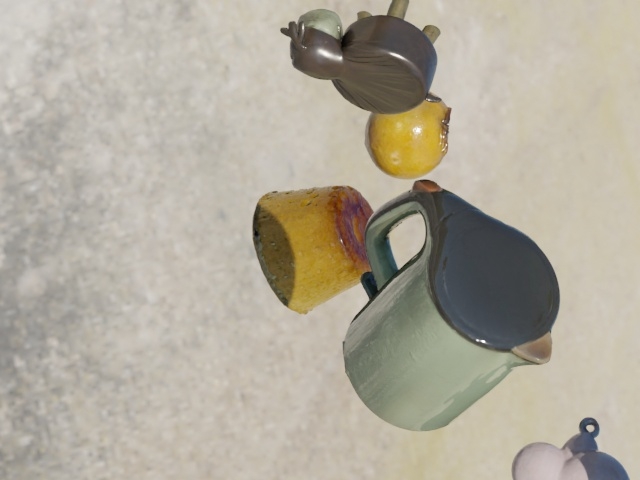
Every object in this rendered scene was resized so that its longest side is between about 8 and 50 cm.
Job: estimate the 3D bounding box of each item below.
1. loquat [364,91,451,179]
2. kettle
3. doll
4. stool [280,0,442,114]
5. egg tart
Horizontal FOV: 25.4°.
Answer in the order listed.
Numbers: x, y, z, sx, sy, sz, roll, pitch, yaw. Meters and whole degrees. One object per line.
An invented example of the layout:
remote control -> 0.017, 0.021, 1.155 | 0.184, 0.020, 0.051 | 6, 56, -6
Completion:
loquat -> 0.132, -0.165, 2.162 | 0.141, 0.141, 0.141 | 49, 33, -48
kettle -> 0.123, 0.065, 1.499 | 0.240, 0.165, 0.255 | 58, -25, 12
doll -> 0.281, 0.391, 1.814 | 0.365, 0.160, 0.094 | -62, 156, -16
stool -> 0.055, -0.236, 1.757 | 0.125, 0.217, 0.121 | 119, -12, -59
egg tart -> 0.000, 0.000, 2.210 | 0.202, 0.147, 0.202 | 37, 43, -45
